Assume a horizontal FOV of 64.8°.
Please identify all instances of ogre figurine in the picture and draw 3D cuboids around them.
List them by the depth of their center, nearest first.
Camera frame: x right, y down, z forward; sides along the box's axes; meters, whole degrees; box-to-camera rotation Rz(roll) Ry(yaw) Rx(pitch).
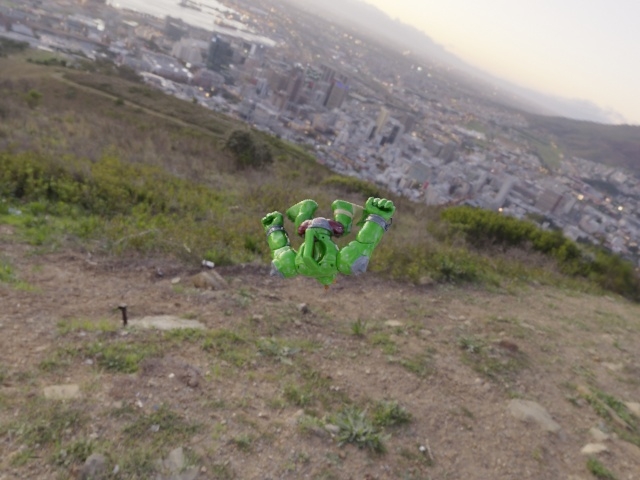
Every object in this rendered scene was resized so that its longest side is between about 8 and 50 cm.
[{"bbox_3d":[0.000,0.000,0.712,0.196,0.097,0.118,7,55,5],"label":"ogre figurine"}]
